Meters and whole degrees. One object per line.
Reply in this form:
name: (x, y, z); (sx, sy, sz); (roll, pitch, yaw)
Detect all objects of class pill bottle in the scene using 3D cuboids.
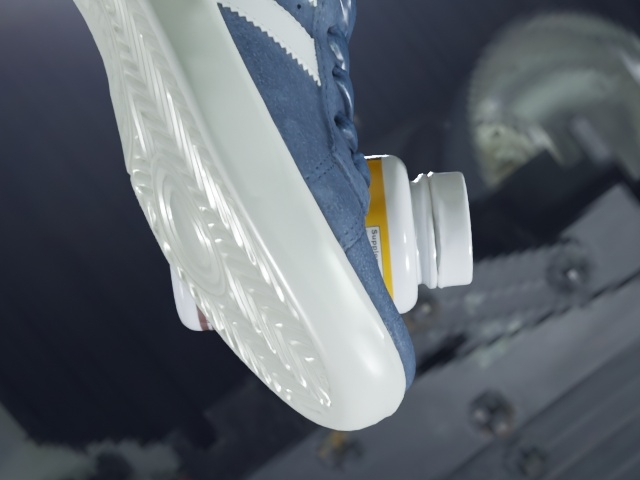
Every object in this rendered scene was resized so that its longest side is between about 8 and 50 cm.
pill bottle: (0.000, 0.000, 1.440); (0.215, 0.117, 0.117); (-5, -161, 0)

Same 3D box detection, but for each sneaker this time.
sneaker: (-0.018, -0.101, 0.774); (0.148, 0.350, 0.131); (-21, 167, -20)
